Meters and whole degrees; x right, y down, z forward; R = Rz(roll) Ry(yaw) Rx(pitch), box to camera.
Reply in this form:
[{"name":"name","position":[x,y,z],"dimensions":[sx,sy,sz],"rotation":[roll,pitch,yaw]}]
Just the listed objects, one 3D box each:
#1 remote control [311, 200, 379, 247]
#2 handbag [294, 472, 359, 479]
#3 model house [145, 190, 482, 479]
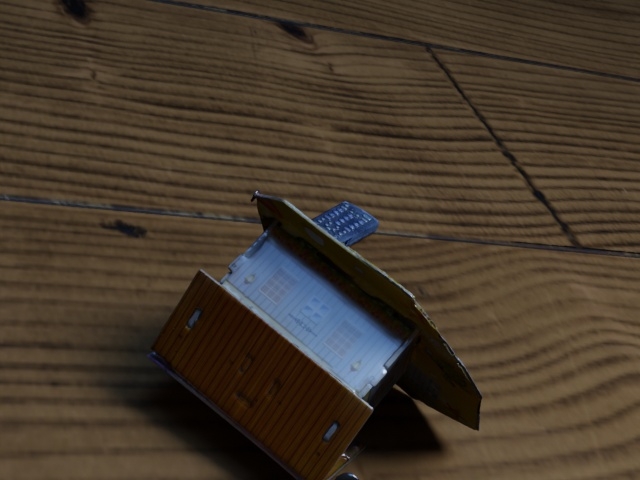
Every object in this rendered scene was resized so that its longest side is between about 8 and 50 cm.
[{"name":"remote control","position":[0.000,-0.001,1.024],"dimensions":[0.043,0.027,0.152],"rotation":[26,30,22]},{"name":"handbag","position":[0.018,0.202,0.697],"dimensions":[0.072,0.047,0.111],"rotation":[-4,41,-23]},{"name":"model house","position":[-0.005,0.101,0.791],"dimensions":[0.219,0.207,0.136],"rotation":[39,72,13]}]
